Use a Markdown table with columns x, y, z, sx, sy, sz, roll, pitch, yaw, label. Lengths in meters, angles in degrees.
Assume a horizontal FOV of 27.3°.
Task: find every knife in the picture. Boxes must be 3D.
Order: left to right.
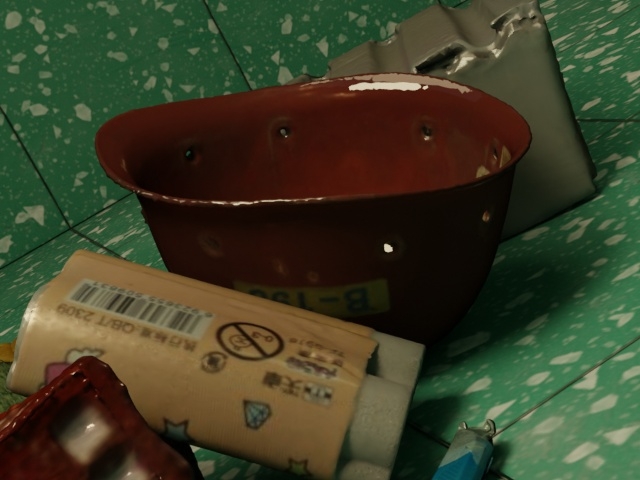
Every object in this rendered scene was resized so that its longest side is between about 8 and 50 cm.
| x | y | z | sx | sy | sz | roll | pitch | yaw | label |
| --- | --- | --- | --- | --- | --- | --- | --- | --- | --- |
| 0.069 | 0.199 | 0.844 | 0.044 | 0.026 | 0.296 | -23 | 17 | 31 | knife |

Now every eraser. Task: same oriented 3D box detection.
| x | y | z | sx | sy | sz | roll | pitch | yaw | label |
| --- | --- | --- | --- | --- | --- | --- | --- | --- | --- |
| -0.073 | 0.096 | 1.013 | 0.290 | 0.087 | 0.171 | 15 | 26 | 6 | eraser |

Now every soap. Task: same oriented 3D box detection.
| x | y | z | sx | sy | sz | roll | pitch | yaw | label |
| --- | --- | --- | --- | --- | --- | --- | --- | --- | --- |
| 0.109 | -0.127 | 1.543 | 0.350 | 0.213 | 0.435 | -29 | 14 | 7 | soap |

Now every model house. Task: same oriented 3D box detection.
| x | y | z | sx | sy | sz | roll | pitch | yaw | label |
| --- | --- | --- | --- | --- | --- | --- | --- | --- | --- |
| -0.207 | 0.232 | 0.860 | 0.160 | 0.196 | 0.254 | -30 | 6 | 44 | model house |

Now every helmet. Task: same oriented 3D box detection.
| x | y | z | sx | sy | sz | roll | pitch | yaw | label |
| --- | --- | --- | --- | --- | --- | --- | --- | --- | --- |
| 0.000 | 0.000 | 1.199 | 0.385 | 0.230 | 0.337 | -2 | 24 | 8 | helmet |

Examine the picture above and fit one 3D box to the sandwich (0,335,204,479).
| x | y | z | sx | sy | sz | roll | pitch | yaw | label |
| --- | --- | --- | --- | --- | --- | --- | --- | --- | --- |
| -0.209 | 0.164 | 1.172 | 0.215 | 0.186 | 0.065 | -7 | 20 | 48 | sandwich |
